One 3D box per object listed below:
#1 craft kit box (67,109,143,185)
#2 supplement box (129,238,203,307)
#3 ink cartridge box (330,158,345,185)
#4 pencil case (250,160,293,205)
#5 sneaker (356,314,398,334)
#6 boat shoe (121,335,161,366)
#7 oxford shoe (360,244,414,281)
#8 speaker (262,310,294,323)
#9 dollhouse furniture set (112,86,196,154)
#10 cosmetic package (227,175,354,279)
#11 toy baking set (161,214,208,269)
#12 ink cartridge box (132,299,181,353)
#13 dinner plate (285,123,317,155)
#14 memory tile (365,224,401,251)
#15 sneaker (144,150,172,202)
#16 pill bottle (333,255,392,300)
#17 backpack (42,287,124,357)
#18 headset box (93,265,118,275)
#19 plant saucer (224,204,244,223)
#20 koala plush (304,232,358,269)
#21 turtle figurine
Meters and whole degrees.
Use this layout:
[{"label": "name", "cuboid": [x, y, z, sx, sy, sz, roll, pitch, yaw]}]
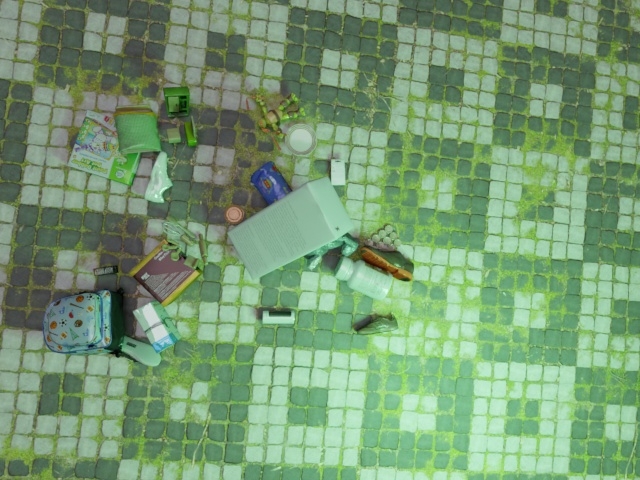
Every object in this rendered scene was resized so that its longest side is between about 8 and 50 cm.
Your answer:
[{"label": "craft kit box", "cuboid": [-0.866, -0.378, 1.771, 0.250, 0.061, 0.246, 17, 89, -6]}, {"label": "supplement box", "cuboid": [-0.618, 0.129, 1.746, 0.194, 0.129, 0.191, 45, 83, -4]}, {"label": "ink cartridge box", "cuboid": [0.076, -0.299, 1.903, 0.063, 0.029, 0.115, -1, 87, -7]}, {"label": "pencil case", "cuboid": [-0.177, -0.182, 1.819, 0.133, 0.119, 0.306, -34, 93, -1]}, {"label": "sneaker", "cuboid": [0.246, 0.371, 1.893, 0.189, 0.066, 0.071, -5, 72, -13]}, {"label": "boat shoe", "cuboid": [-0.752, 0.453, 1.751, 0.220, 0.077, 0.070, 29, 125, 0]}, {"label": "oxford shoe", "cuboid": [0.293, 0.081, 1.889, 0.272, 0.097, 0.098, 31, 64, -18]}, {"label": "speaker", "cuboid": [-0.180, 0.327, 1.835, 0.136, 0.055, 0.055, 2, 88, -7]}, {"label": "dollhouse furniture set", "cuboid": [-0.659, -0.474, 1.707, 0.302, 0.151, 0.197, -10, 77, -19]}, {"label": "cosmetic package", "cuboid": [-0.125, -0.041, 1.676, 0.453, 0.161, 0.230, -26, 93, 34]}, {"label": "toy baking set", "cuboid": [-0.544, 0.002, 1.736, 0.197, 0.256, 0.030, 22, 127, -40]}, {"label": "ink cartridge box", "cuboid": [-0.652, 0.339, 1.729, 0.082, 0.139, 0.190, -29, 92, -6]}, {"label": "dinner plate", "cuboid": [-0.086, -0.440, 1.892, 0.141, 0.017, 0.141, 0, 87, -7]}, {"label": "memory tile", "cuboid": [0.281, 0.012, 1.927, 0.148, 0.012, 0.113, -34, 93, -8]}, {"label": "sneaker", "cuboid": [-0.657, -0.260, 1.791, 0.094, 0.080, 0.212, 17, 93, -18]}, {"label": "pill bottle", "cuboid": [0.180, 0.157, 1.848, 0.229, 0.131, 0.131, 25, 85, -6]}, {"label": "backpack", "cuboid": [-0.907, 0.318, 1.640, 0.264, 0.213, 0.276, -12, 68, 6]}, {"label": "headset box", "cuboid": [-0.873, 0.123, 1.747, 0.084, 0.062, 0.032, -10, 89, -9]}, {"label": "plant saucer", "cuboid": [-0.369, -0.111, 1.845, 0.084, 0.013, 0.083, 0, 87, -7]}, {"label": "koala plush", "cuboid": [0.000, 0.000, 1.806, 0.221, 0.203, 0.196, -39, 58, 18]}, {"label": "turtle figurine", "cuboid": [-0.180, -0.524, 1.848, 0.217, 0.087, 0.269, -31, 84, -15]}]
